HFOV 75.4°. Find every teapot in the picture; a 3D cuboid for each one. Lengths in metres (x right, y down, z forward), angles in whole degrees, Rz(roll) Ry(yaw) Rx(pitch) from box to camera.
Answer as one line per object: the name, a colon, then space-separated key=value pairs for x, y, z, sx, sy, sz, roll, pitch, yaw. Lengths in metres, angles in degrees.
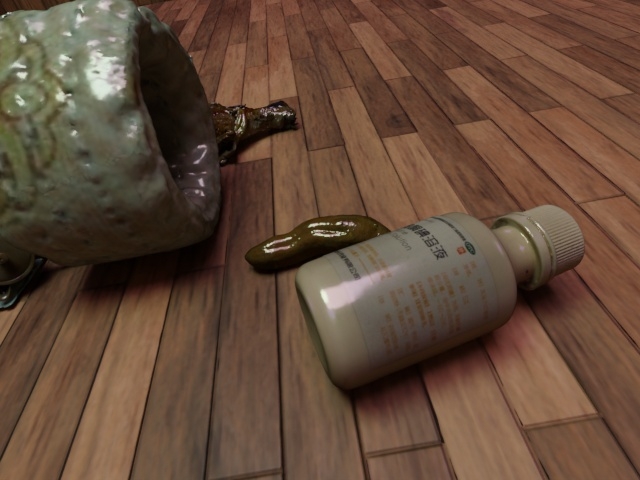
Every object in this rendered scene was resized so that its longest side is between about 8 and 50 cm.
teapot: x=-0.375 y=0.027 z=0.524 sx=0.110 sy=0.085 sz=0.080 roll=-5 pitch=8 yaw=-38

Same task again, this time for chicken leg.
chicken leg: x=-0.147 y=-0.207 z=0.743 sx=0.125 sy=0.080 sz=0.196 roll=36 pitch=51 yaw=29

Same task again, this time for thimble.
thimble: x=-0.248 y=-0.125 z=0.499 sx=0.195 sy=0.291 sz=0.291 roll=-10 pitch=40 yaw=2

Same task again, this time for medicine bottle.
medicine bottle: x=0.110 y=0.036 z=0.371 sx=0.252 sy=0.114 sz=0.114 roll=-18 pitch=41 yaw=-10

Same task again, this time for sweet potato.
sweet potato: x=-0.001 y=-0.001 z=0.485 sx=0.182 sy=0.054 sz=0.053 roll=-8 pitch=31 yaw=6

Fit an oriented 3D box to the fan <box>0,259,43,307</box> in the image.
fan: x=-0.438 y=0.019 z=0.584 sx=0.131 sy=0.009 sz=0.240 roll=-20 pitch=42 yaw=-10
